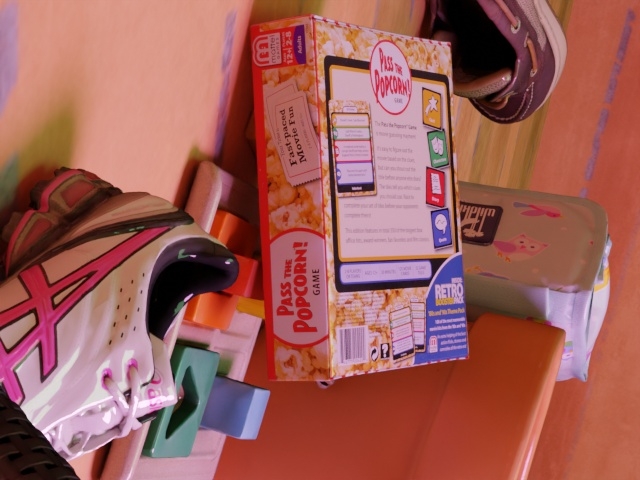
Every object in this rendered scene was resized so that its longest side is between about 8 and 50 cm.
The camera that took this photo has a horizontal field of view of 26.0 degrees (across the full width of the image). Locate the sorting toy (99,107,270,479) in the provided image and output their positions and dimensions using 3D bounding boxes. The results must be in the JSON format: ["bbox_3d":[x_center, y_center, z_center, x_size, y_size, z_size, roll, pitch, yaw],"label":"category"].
[{"bbox_3d":[-0.054,0.057,0.797,0.196,0.047,0.348,31,75,-77],"label":"sorting toy"}]

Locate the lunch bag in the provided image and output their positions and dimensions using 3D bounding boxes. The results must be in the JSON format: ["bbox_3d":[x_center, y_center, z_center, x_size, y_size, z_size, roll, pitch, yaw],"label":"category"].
[{"bbox_3d":[0.125,0.032,1.149,0.262,0.223,0.160,21,80,-76],"label":"lunch bag"}]

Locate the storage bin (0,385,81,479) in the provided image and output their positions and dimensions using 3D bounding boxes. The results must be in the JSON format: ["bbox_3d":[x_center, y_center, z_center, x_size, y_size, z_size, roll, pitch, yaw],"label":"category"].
[{"bbox_3d":[-0.119,0.141,0.418,0.122,0.084,0.180,-31,144,-29],"label":"storage bin"}]

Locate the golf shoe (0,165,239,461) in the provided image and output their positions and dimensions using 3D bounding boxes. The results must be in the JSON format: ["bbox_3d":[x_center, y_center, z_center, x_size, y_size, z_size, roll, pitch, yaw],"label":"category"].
[{"bbox_3d":[-0.097,0.047,0.500,0.067,0.086,0.186,94,21,-49],"label":"golf shoe"}]

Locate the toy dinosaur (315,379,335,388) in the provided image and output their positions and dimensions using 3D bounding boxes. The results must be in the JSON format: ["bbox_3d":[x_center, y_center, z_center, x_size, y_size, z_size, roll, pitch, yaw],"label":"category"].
[{"bbox_3d":[0.000,0.000,0.882,0.053,0.092,0.183,9,77,-36],"label":"toy dinosaur"}]

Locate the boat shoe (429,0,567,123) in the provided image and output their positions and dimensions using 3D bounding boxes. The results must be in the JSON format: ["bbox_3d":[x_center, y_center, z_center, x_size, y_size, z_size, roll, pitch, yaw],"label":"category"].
[{"bbox_3d":[0.141,-0.181,1.232,0.123,0.123,0.342,-56,163,-15],"label":"boat shoe"}]

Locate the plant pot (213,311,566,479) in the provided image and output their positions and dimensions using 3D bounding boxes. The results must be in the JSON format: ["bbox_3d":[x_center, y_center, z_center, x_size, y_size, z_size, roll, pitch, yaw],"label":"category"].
[{"bbox_3d":[0.037,0.175,0.988,0.291,0.203,0.291,16,90,-78],"label":"plant pot"}]

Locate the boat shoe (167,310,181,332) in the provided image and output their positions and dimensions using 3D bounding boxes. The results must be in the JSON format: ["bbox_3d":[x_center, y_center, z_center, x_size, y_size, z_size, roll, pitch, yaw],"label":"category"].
[{"bbox_3d":[-0.096,0.052,0.651,0.035,0.035,0.100,-46,-163,48],"label":"boat shoe"}]

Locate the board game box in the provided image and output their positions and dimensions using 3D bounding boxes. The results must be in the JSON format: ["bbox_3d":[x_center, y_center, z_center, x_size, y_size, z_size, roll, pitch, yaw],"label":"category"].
[{"bbox_3d":[0.026,-0.023,0.792,0.147,0.045,0.193,0,87,-54],"label":"board game box"}]
